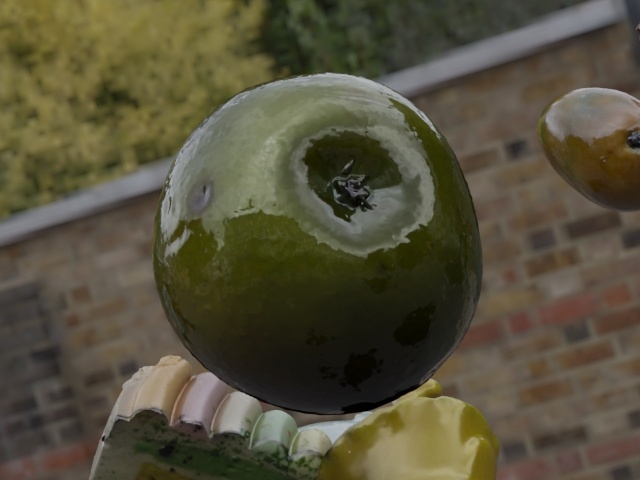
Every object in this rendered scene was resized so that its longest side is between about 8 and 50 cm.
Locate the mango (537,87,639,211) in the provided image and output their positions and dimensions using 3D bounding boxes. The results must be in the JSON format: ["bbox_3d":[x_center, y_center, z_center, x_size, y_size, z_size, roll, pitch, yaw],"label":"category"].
[{"bbox_3d":[0.240,-0.082,1.716,0.089,0.111,0.163,-39,39,-14],"label":"mango"}]

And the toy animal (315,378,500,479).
[{"bbox_3d":[0.070,0.193,1.399,0.156,0.156,0.230,-16,33,3],"label":"toy animal"}]

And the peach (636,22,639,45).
[{"bbox_3d":[0.239,-0.058,0.919,0.192,0.190,0.190,3,0,4],"label":"peach"}]

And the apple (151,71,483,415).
[{"bbox_3d":[0.000,0.000,1.129,0.196,0.196,0.157,-16,-16,-20],"label":"apple"}]

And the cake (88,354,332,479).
[{"bbox_3d":[-0.061,0.172,1.534,0.225,0.109,0.090,19,28,-11],"label":"cake"}]

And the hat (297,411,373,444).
[{"bbox_3d":[-0.058,0.281,1.857,0.301,0.168,0.258,-22,-3,-9],"label":"hat"}]
